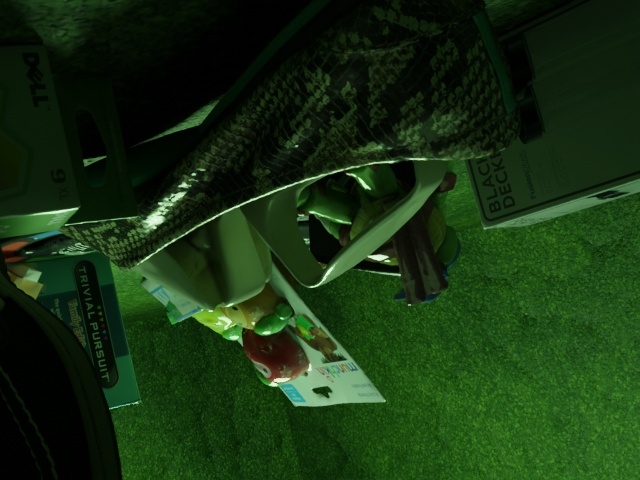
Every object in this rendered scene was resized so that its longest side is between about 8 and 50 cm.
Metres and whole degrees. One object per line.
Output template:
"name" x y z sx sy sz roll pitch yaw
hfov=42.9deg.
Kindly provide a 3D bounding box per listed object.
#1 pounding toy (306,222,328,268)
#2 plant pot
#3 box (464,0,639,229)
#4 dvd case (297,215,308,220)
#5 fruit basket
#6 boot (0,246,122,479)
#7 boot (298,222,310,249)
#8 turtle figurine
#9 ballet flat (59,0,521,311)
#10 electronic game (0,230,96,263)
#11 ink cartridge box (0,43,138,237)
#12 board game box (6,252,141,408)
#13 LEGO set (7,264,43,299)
"pounding toy" 0.007 -0.004 1.622 0.206 0.094 0.181 -22 171 -16
"plant pot" 0.075 -0.039 1.090 0.167 0.188 0.187 -2 176 11
"box" 0.259 -0.126 0.700 0.290 0.169 0.087 -18 173 41
"dvd case" 0.003 -0.065 1.310 0.179 0.029 0.239 -19 172 38
"fruit basket" -0.098 0.114 1.167 0.165 0.353 0.327 -38 -174 -26
"boot" -0.315 0.071 0.499 0.284 0.377 0.138 3 131 -52
"boot" -0.083 0.036 1.328 0.258 0.123 0.095 -2 -177 31
"turtle figurine" 0.044 -0.084 0.846 0.198 0.274 0.266 5 167 45
"ballet flat" -0.056 -0.038 0.629 0.483 0.182 0.164 -21 -166 45
"electronic game" -0.306 -0.007 1.034 0.229 0.048 0.229 -14 174 -1
"ink cartridge box" -0.213 -0.058 0.502 0.209 0.109 0.062 -10 173 -32
"board game box" -0.446 0.146 1.138 0.336 0.253 0.079 -9 173 -37
"LEGO set" -0.404 0.053 0.898 0.132 0.107 0.287 4 164 -6
